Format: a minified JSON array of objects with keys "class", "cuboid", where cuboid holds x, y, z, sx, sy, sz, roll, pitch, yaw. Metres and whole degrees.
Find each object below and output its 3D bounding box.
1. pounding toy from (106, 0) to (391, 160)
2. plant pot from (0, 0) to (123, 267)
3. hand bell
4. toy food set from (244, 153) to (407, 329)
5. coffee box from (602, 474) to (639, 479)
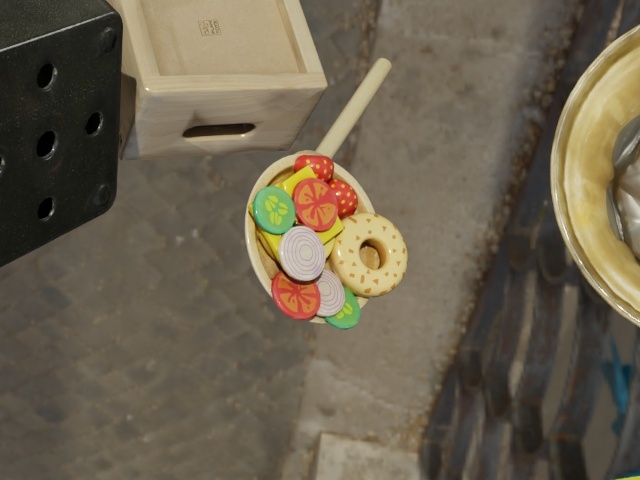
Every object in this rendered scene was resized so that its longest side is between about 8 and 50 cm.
[{"class":"pounding toy","cuboid":[-0.048,-0.097,0.796,0.181,0.206,0.094,-6,154,-26]},{"class":"plant pot","cuboid":[-0.216,-0.078,0.659,0.167,0.188,0.187,21,121,23]},{"class":"hand bell","cuboid":[0.158,-0.002,0.513,0.126,0.126,0.242,0,170,8]},{"class":"toy food set","cuboid":[0.000,0.000,0.537,0.020,0.083,0.083,-16,107,50]},{"class":"coffee box","cuboid":[0.145,0.307,0.442,0.335,0.338,0.337,-12,142,11]}]
